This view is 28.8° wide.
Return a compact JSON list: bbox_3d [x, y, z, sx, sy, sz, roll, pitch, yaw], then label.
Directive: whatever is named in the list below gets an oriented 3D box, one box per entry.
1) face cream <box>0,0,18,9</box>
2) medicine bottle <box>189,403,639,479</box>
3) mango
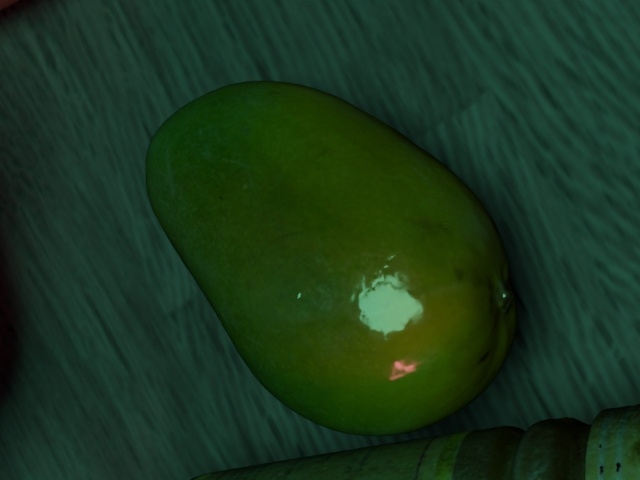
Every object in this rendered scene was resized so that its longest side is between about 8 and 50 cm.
[{"bbox_3d":[-0.194,-0.214,0.801,0.341,0.084,0.137,-25,111,20],"label":"face cream"},{"bbox_3d":[0.052,0.178,0.637,0.322,0.151,0.151,-13,82,23],"label":"medicine bottle"},{"bbox_3d":[0.000,0.000,0.696,0.251,0.114,0.156,46,116,31],"label":"mango"}]
